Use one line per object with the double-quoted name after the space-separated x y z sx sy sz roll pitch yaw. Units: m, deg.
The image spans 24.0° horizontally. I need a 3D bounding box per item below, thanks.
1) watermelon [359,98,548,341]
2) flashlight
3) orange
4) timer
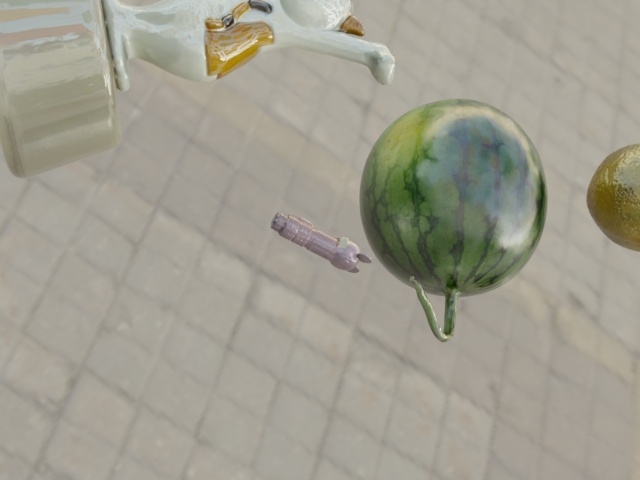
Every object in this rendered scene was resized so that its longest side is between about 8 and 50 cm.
0.096 -0.012 1.113 0.140 0.140 0.187 18 70 -30 "watermelon"
0.000 0.000 1.559 0.110 0.052 0.031 28 63 -13 "flashlight"
0.254 -0.031 1.161 0.095 0.085 0.085 16 33 15 "orange"
-0.091 -0.147 1.016 0.266 0.175 0.175 -9 53 -8 "timer"
